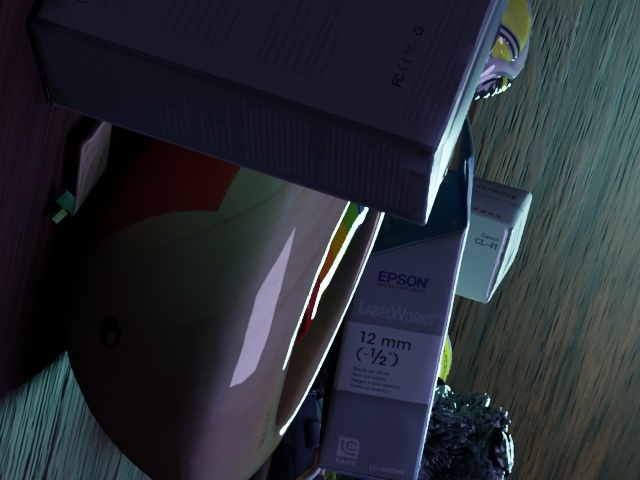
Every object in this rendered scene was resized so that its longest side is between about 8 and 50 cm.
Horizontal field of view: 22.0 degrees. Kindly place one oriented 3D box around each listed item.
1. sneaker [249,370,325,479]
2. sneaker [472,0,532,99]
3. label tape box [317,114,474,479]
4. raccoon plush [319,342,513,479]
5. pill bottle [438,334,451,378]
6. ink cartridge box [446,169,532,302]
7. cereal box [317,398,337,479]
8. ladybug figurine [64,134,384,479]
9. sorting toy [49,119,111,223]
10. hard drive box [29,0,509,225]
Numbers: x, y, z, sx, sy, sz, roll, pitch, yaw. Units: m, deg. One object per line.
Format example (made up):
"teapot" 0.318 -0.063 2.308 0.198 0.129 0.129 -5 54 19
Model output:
"sneaker" -0.039 0.211 1.913 0.126 0.127 0.321 48 59 -79
"sneaker" 0.110 -0.222 1.644 0.384 0.145 0.147 -33 139 -51
"label tape box" 0.080 0.046 1.741 0.249 0.115 0.348 -81 180 -74
"raccoon plush" 0.041 0.292 2.037 0.216 0.299 0.446 19 -99 57
"pill bottle" 0.092 0.176 2.454 0.334 0.188 0.188 7 102 -81
"ink cartridge box" 0.188 -0.023 2.516 0.306 0.226 0.131 -40 146 -72
"cereal box" 0.012 0.286 2.165 0.240 0.047 0.173 17 94 -42
"ladybug figurine" -0.054 -0.011 1.207 0.449 0.162 0.305 -61 167 -49
"sorting toy" -0.149 -0.047 1.033 0.083 0.012 0.062 -66 175 -54
"hard drive box" -0.018 -0.136 0.936 0.089 0.232 0.181 92 19 -64
